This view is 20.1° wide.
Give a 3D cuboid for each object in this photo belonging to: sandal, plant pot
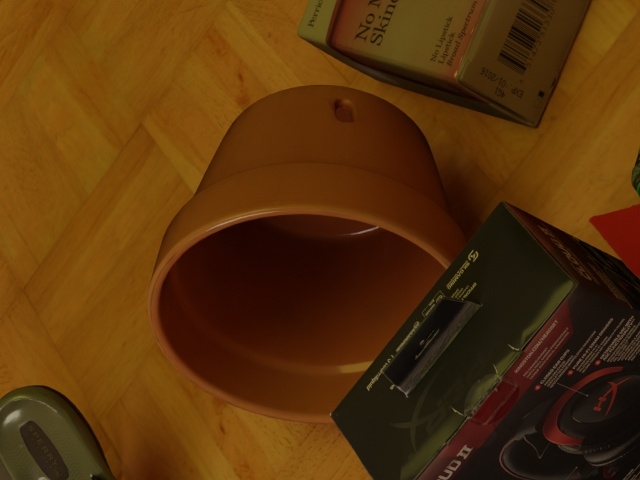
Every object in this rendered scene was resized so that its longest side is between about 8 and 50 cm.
[{"bbox_3d":[-0.226,0.279,1.750,0.120,0.086,0.303,-40,89,12],"label":"sandal"},{"bbox_3d":[0.000,0.000,1.625,0.291,0.291,0.203,-31,36,32],"label":"plant pot"}]

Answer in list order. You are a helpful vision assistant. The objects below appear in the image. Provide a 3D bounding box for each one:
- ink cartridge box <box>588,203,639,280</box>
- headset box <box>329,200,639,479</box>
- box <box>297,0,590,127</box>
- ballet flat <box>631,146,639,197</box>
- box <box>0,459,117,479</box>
[{"bbox_3d":[0.334,0.015,1.341,0.056,0.181,0.225,95,152,-42],"label":"ink cartridge box"},{"bbox_3d":[0.168,0.113,1.372,0.218,0.293,0.110,-53,44,15],"label":"headset box"},{"bbox_3d":[0.114,-0.215,1.691,0.232,0.127,0.149,22,89,47],"label":"box"},{"bbox_3d":[0.334,-0.090,1.467,0.188,0.070,0.070,-21,59,34],"label":"ballet flat"},{"bbox_3d":[-0.345,0.253,1.836,0.113,0.275,0.094,-7,64,42],"label":"box"}]
